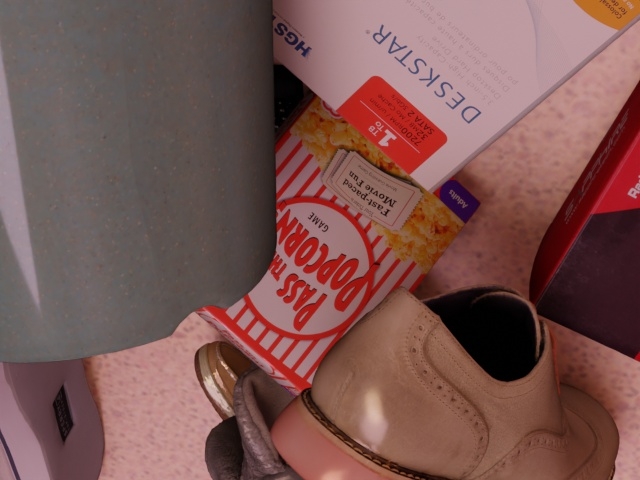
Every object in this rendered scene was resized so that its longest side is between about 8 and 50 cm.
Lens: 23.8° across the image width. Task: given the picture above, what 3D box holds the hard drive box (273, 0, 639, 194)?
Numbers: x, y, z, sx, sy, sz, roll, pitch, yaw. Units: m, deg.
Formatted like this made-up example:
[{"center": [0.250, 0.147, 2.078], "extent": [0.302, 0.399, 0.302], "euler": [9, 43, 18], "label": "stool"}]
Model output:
[{"center": [0.090, -0.169, 0.973], "extent": [0.181, 0.089, 0.232], "euler": [40, 130, -10], "label": "hard drive box"}]

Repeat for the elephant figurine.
[{"center": [-0.011, 0.151, 1.149], "extent": [0.186, 0.239, 0.169], "euler": [8, 136, 34], "label": "elephant figurine"}]

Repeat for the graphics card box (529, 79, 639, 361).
[{"center": [0.353, 0.025, 1.021], "extent": [0.371, 0.094, 0.233], "euler": [25, 131, 0], "label": "graphics card box"}]

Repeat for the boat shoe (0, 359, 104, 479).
[{"center": [-0.289, 0.097, 1.312], "extent": [0.156, 0.136, 0.367], "euler": [13, 140, 15], "label": "boat shoe"}]

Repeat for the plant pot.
[{"center": [-0.167, -0.129, 0.894], "extent": [0.341, 0.341, 0.334], "euler": [4, 115, 19], "label": "plant pot"}]

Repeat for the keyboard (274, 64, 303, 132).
[{"center": [-0.106, -0.105, 1.133], "extent": [0.192, 0.038, 0.100], "euler": [3, 127, 18], "label": "keyboard"}]

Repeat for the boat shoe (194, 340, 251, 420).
[{"center": [-0.027, 0.144, 1.287], "extent": [0.072, 0.068, 0.190], "euler": [-30, 122, 23], "label": "boat shoe"}]

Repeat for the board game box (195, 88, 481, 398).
[{"center": [0.000, 0.000, 1.081], "extent": [0.147, 0.193, 0.045], "euler": [41, 167, -13], "label": "board game box"}]

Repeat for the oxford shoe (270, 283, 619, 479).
[{"center": [0.132, 0.113, 1.050], "extent": [0.140, 0.397, 0.146], "euler": [37, 104, 28], "label": "oxford shoe"}]
